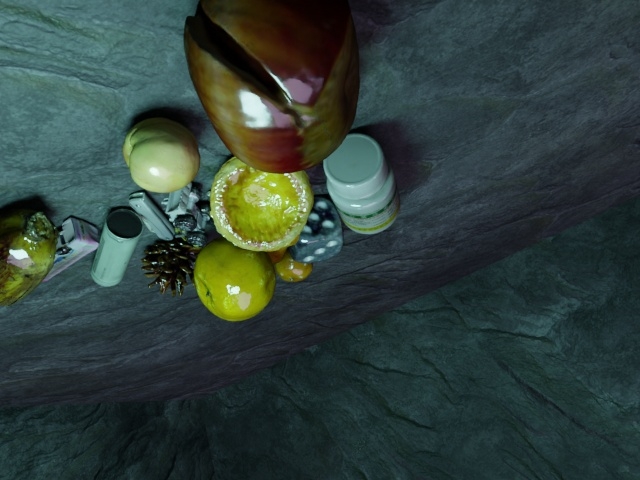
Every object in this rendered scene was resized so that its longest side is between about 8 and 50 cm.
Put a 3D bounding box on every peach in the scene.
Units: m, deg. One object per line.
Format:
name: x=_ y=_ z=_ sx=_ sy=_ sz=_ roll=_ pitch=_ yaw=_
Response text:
peach: x=-0.374 y=-0.200 z=1.277 sx=0.184 sy=0.184 sz=0.184 roll=-16 pitch=156 yaw=-7

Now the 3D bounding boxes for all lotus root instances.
lotus root: x=-0.835 y=0.045 z=1.440 sx=0.398 sy=0.195 sz=0.179 roll=-34 pitch=156 yaw=32

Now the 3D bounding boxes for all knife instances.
knife: x=-0.511 y=-0.069 z=1.622 sx=0.073 sy=0.040 sz=0.265 roll=-2 pitch=156 yaw=3

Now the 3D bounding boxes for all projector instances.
projector: x=-0.634 y=0.031 z=1.652 sx=0.108 sy=0.108 sz=0.337 roll=-3 pitch=153 yaw=-32

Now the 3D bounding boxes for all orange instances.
orange: x=-0.110 y=0.103 z=2.157 sx=0.156 sy=0.123 sz=0.156 roll=11 pitch=157 yaw=5
orange: x=-0.266 y=0.113 z=1.682 sx=0.235 sy=0.279 sz=0.279 roll=-27 pitch=164 yaw=-35

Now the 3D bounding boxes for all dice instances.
dice: x=-0.027 y=-0.036 z=1.868 sx=0.183 sy=0.181 sz=0.182 roll=-12 pitch=155 yaw=-11

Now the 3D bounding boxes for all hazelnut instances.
hazelnut: x=-0.088 y=-0.320 z=1.036 sx=0.360 sy=0.358 sz=0.409 roll=-20 pitch=148 yaw=2

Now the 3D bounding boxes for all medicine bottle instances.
medicine bottle: x=0.130 y=-0.170 z=1.662 sx=0.209 sy=0.208 sz=0.339 roll=-21 pitch=156 yaw=6

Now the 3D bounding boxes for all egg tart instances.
egg tart: x=-0.174 y=-0.121 z=1.566 sx=0.319 sy=0.128 sz=0.318 roll=-5 pitch=114 yaw=-11

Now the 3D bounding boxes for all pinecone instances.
pinecone: x=-0.487 y=0.087 z=1.793 sx=0.229 sy=0.201 sz=0.202 roll=0 pitch=147 yaw=19

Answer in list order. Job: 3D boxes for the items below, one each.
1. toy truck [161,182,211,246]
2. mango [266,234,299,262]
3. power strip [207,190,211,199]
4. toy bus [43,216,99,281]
toy truck: x=-0.398 y=-0.078 z=1.582 sx=0.111 sy=0.136 sz=0.285 roll=2 pitch=155 yaw=5
mango: x=-0.186 y=-0.011 z=1.802 sx=0.144 sy=0.187 sz=0.359 roll=-41 pitch=177 yaw=-33
power strip: x=-0.248 y=-0.150 z=1.647 sx=0.192 sy=0.035 sz=0.081 roll=-4 pitch=152 yaw=-31
toy bus: x=-0.782 y=0.032 z=1.584 sx=0.274 sy=0.090 sz=0.112 roll=-28 pitch=159 yaw=20
